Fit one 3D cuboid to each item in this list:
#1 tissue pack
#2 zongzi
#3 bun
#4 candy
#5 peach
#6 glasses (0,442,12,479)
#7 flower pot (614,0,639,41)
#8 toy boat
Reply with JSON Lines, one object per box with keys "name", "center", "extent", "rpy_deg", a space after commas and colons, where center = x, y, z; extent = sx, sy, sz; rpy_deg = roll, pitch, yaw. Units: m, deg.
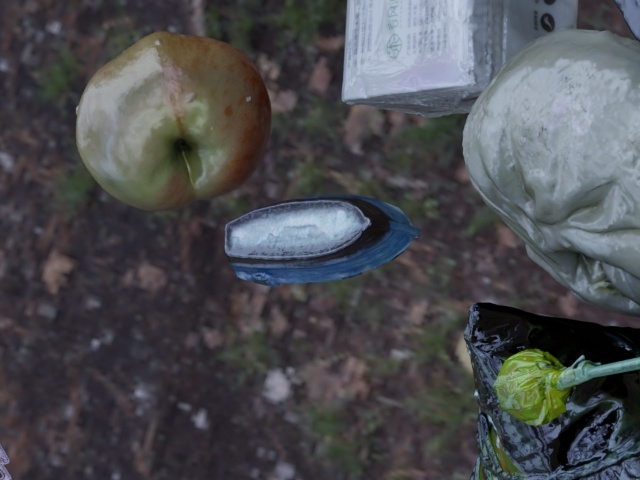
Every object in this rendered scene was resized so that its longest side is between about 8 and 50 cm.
{"name": "tissue pack", "center": [0.169, -0.336, 2.156], "extent": [0.266, 0.194, 0.357], "rpy_deg": [-1, 84, 53]}
{"name": "zongzi", "center": [0.283, 0.226, 1.573], "extent": [0.319, 0.383, 0.362], "rpy_deg": [-38, 69, 6]}
{"name": "bun", "center": [0.295, -0.043, 1.682], "extent": [0.359, 0.359, 0.211], "rpy_deg": [22, 81, 50]}
{"name": "candy", "center": [0.191, 0.098, 1.297], "extent": [0.194, 0.062, 0.058], "rpy_deg": [-23, 78, 61]}
{"name": "peach", "center": [-0.168, -0.142, 1.991], "extent": [0.232, 0.232, 0.232], "rpy_deg": [-22, 58, 41]}
{"name": "glasses", "center": [-0.344, 0.287, 1.708], "extent": [0.162, 0.255, 0.095], "rpy_deg": [-30, 11, -18]}
{"name": "flower pot", "center": [0.447, -0.262, 1.472], "extent": [0.379, 0.251, 0.379], "rpy_deg": [-18, 64, 41]}
{"name": "toy boat", "center": [0.000, 0.000, 1.203], "extent": [0.137, 0.061, 0.060], "rpy_deg": [-11, 70, 29]}
